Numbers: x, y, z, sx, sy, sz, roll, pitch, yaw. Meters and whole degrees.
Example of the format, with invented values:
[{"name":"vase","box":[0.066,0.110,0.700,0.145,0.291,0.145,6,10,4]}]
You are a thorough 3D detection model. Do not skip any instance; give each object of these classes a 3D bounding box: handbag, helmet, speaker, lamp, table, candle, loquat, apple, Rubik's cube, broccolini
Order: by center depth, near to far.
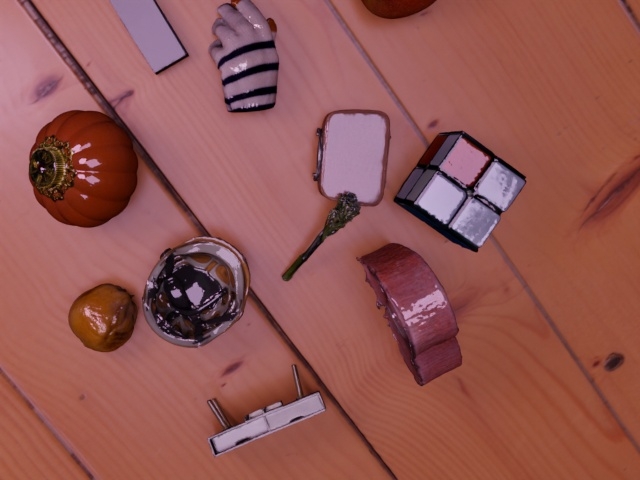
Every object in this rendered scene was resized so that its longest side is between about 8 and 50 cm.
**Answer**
[{"name":"lamp","box":[-0.444,-0.134,1.504,0.223,0.197,0.223,3,95,32]},{"name":"apple","box":[0.155,-0.523,1.534,0.168,0.181,0.181,-29,99,-11]},{"name":"speaker","box":[-0.345,-0.437,1.554,0.082,0.044,0.218,-32,100,-2]},{"name":"helmet","box":[-0.249,0.098,1.588,0.198,0.130,0.224,40,81,-13]},{"name":"loquat","box":[-0.428,0.150,1.588,0.137,0.113,0.137,-1,74,4]},{"name":"candle","box":[0.184,0.124,1.598,0.131,0.287,0.317,-27,142,-5]},{"name":"Rubik's cube","box":[0.275,-0.101,1.600,0.167,0.183,0.180,34,94,-10]},{"name":"broccolini","box":[0.000,0.000,1.614,0.051,0.054,0.239,48,114,20]},{"name":"handbag","box":[0.062,-0.171,1.622,0.151,0.072,0.193,6,98,-7]},{"name":"table","box":[-0.119,0.342,1.644,0.240,0.121,0.111,-22,81,-4]}]

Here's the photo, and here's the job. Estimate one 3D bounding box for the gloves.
[{"name":"gloves","box":[-0.144,-0.364,1.548,0.140,0.131,0.218,-7,107,-8]}]
